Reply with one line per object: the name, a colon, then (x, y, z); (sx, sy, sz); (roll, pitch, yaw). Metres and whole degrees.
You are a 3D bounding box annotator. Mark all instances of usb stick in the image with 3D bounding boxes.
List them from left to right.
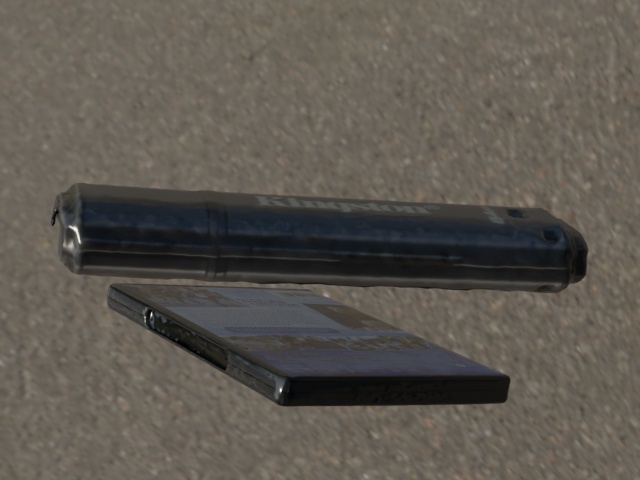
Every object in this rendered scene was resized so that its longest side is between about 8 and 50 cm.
usb stick: (0.000, 0.000, 0.772); (0.278, 0.077, 0.045); (3, 98, -12)

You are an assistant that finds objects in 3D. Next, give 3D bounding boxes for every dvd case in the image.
dvd case: (-0.016, 0.069, 1.025); (0.253, 0.180, 0.022); (21, 105, 55)
